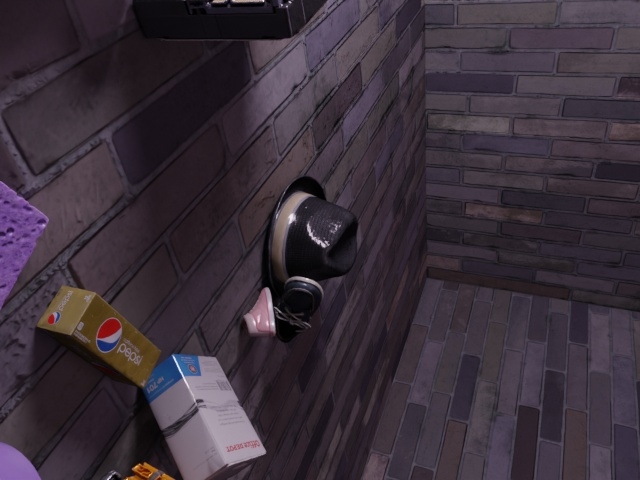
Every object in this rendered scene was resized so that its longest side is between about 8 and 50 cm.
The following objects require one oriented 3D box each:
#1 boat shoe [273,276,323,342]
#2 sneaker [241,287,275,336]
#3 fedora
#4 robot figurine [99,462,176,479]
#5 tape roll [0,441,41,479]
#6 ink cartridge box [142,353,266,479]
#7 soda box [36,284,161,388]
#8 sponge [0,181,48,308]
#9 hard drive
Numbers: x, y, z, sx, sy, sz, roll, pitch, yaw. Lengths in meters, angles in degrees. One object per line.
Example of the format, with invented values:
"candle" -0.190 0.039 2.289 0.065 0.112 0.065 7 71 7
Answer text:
"boat shoe" -0.060 0.160 1.211 0.254 0.095 0.079 121 -8 -58
"sneaker" -0.136 0.154 1.156 0.134 0.070 0.051 -103 -171 -50
"fedora" 0.000 0.000 1.296 0.334 0.152 0.334 8 90 -69
"robot figurine" -0.238 0.446 0.793 0.085 0.211 0.291 -43 147 -53
"tape roll" -0.339 0.277 0.470 0.080 0.188 0.189 38 62 -65
"ink cartridge box" -0.187 0.285 0.865 0.191 0.082 0.139 57 8 23
"soda box" -0.290 0.135 0.725 0.181 0.058 0.061 69 35 -52
"sponge" -0.365 0.037 0.533 0.117 0.031 0.210 60 42 -58
"hard drive" -0.086 -0.398 0.807 0.339 0.236 0.064 -63 152 -42
